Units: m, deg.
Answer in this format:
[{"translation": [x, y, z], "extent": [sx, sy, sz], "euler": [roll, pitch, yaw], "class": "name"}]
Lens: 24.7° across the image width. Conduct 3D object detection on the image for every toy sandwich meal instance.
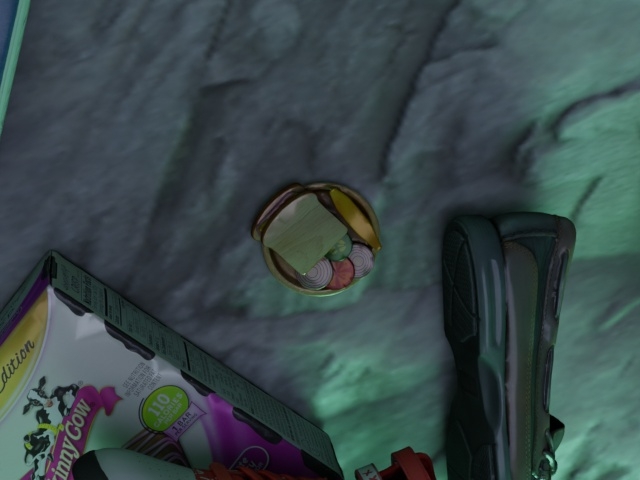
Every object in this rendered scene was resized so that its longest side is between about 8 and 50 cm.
[{"translation": [0.000, 0.000, 0.928], "extent": [0.086, 0.029, 0.085], "euler": [-3, 109, -9], "class": "toy sandwich meal"}]

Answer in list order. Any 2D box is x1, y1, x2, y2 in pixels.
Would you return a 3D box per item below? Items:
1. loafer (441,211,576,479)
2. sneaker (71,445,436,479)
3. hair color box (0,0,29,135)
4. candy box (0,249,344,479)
[{"translation": [0.132, 0.111, 0.958], "extent": [0.084, 0.096, 0.267], "euler": [-8, 108, -13], "class": "loafer"}, {"translation": [-0.009, 0.164, 0.878], "extent": [0.270, 0.090, 0.145], "euler": [41, 95, -25], "class": "sneaker"}, {"translation": [-0.192, -0.178, 0.759], "extent": [0.105, 0.174, 0.347], "euler": [13, 105, -12], "class": "hair color box"}, {"translation": [-0.124, 0.138, 0.931], "extent": [0.233, 0.071, 0.159], "euler": [35, 99, -18], "class": "candy box"}]
